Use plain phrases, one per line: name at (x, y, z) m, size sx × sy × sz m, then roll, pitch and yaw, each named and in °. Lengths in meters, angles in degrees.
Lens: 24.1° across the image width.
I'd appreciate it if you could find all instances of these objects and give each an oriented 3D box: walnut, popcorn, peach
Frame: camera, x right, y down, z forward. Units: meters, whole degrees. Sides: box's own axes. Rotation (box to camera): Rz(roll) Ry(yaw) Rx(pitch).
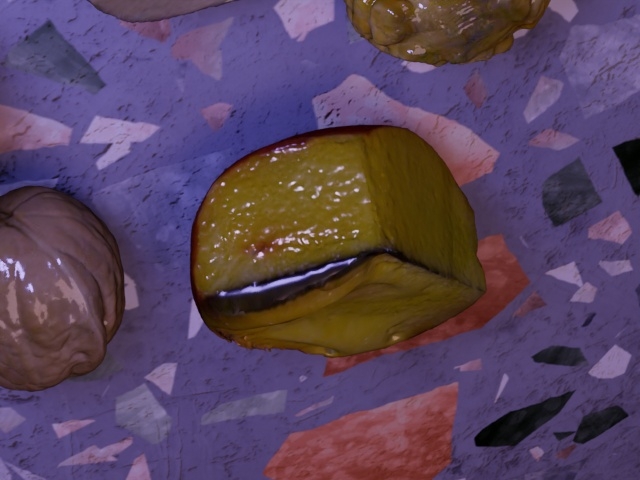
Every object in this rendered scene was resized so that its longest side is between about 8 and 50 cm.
walnut at (-0.336, 0.060, 1.768) m, size 0.225 × 0.225 × 0.261 m, roll -19°, pitch 136°, yaw -13°
popcorn at (0.143, -0.305, 1.705) m, size 0.250 × 0.190 × 0.250 m, roll -18°, pitch 150°, yaw -11°
peach at (0.000, 0.000, 1.878) m, size 0.306 × 0.242 × 0.380 m, roll -29°, pitch 158°, yaw 31°

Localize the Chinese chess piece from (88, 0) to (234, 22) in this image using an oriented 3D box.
Chinese chess piece at (-0.112, -0.350, 1.449) m, size 0.338 × 0.140 × 0.338 m, roll -24°, pitch 167°, yaw -6°
